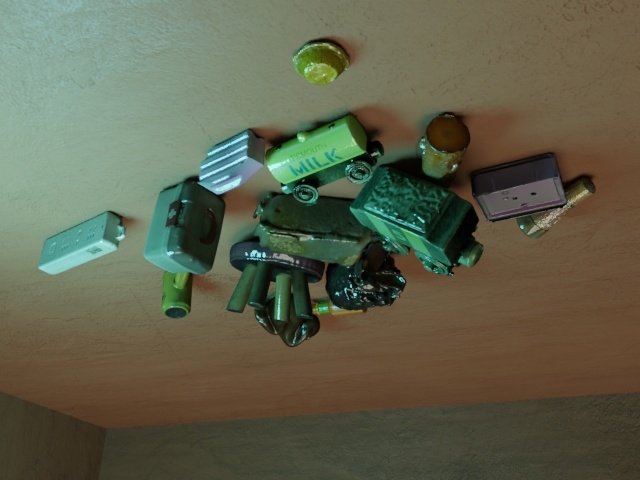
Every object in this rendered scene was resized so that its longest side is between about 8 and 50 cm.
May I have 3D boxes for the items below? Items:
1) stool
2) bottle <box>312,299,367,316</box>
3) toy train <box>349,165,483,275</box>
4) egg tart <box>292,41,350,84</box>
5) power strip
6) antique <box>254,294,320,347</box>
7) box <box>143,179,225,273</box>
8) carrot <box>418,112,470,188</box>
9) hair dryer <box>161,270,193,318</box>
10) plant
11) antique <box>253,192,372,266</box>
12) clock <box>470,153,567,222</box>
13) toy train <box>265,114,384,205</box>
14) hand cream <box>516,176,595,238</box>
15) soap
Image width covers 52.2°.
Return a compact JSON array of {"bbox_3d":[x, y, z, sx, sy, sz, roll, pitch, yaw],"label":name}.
[{"bbox_3d":[-0.130,0.117,1.806,0.272,0.178,0.272,8,164,2],"label":"stool"},{"bbox_3d":[0.059,0.218,2.157,0.187,0.069,0.069,-11,150,22],"label":"bottle"},{"bbox_3d":[0.223,-0.048,1.478,0.299,0.166,0.238,26,168,33],"label":"toy train"},{"bbox_3d":[0.001,-0.316,1.185,0.105,0.039,0.105,0,154,0],"label":"egg tart"},{"bbox_3d":[-0.651,0.014,1.752,0.339,0.098,0.058,-19,146,32],"label":"power strip"},{"bbox_3d":[-0.094,0.263,2.200,0.144,0.121,0.257,-22,139,20],"label":"antique"},{"bbox_3d":[-0.321,-0.028,1.557,0.129,0.210,0.148,-10,150,33],"label":"box"},{"bbox_3d":[0.261,-0.168,1.420,0.102,0.101,0.263,-1,159,3],"label":"carrot"},{"bbox_3d":[-0.405,0.108,1.910,0.090,0.134,0.278,9,141,-17],"label":"hair dryer"},{"bbox_3d":[0.129,0.097,1.813,0.204,0.178,0.234,20,147,-28],"label":"plant"},{"bbox_3d":[-0.025,-0.033,1.626,0.284,0.125,0.150,9,150,-16],"label":"antique"},{"bbox_3d":[0.458,-0.118,1.511,0.194,0.073,0.144,-13,149,23],"label":"clock"},{"bbox_3d":[0.001,-0.178,1.392,0.253,0.105,0.157,-18,133,29],"label":"toy train"},{"bbox_3d":[0.574,-0.083,1.579,0.084,0.083,0.203,18,143,-29],"label":"hand cream"},{"bbox_3d":[-0.193,-0.163,1.408,0.149,0.100,0.056,-20,146,32],"label":"soap"}]
